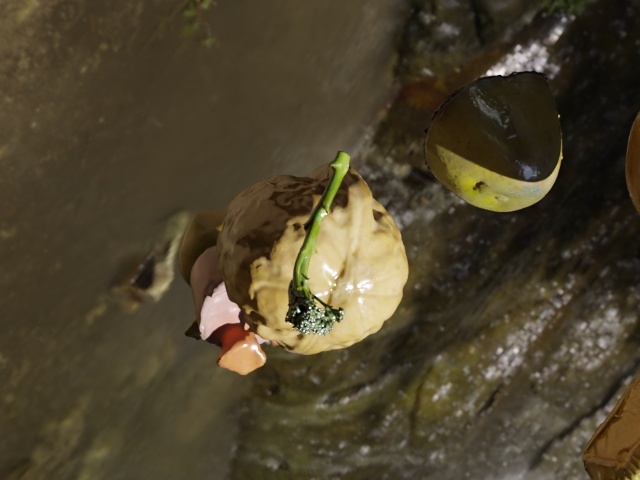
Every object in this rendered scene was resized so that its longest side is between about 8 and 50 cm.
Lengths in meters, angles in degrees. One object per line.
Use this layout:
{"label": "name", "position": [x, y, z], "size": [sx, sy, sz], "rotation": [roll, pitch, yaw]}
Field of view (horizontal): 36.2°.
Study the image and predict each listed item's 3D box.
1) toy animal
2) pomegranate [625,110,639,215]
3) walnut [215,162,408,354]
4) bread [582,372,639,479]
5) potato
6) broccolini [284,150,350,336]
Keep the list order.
{"label": "toy animal", "position": [-0.134, 0.056, 1.469], "size": [0.195, 0.281, 0.169], "rotation": [-32, 124, 4]}
{"label": "pomegranate", "position": [0.430, -0.084, 0.960], "size": [0.264, 0.264, 0.264], "rotation": [-46, 163, -19]}
{"label": "walnut", "position": [-0.014, 0.018, 1.201], "size": [0.257, 0.225, 0.256], "rotation": [-167, -90, -68]}
{"label": "bread", "position": [0.475, 0.240, 1.288], "size": [0.288, 0.119, 0.152], "rotation": [-47, -173, -13]}
{"label": "potato", "position": [0.229, -0.103, 1.193], "size": [0.182, 0.117, 0.202], "rotation": [-28, 149, 2]}
{"label": "broccolini", "position": [-0.006, 0.002, 0.889], "size": [0.054, 0.052, 0.194], "rotation": [35, 51, -42]}
